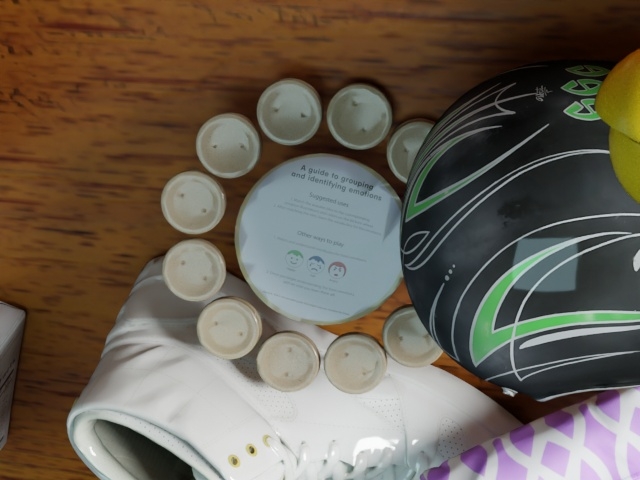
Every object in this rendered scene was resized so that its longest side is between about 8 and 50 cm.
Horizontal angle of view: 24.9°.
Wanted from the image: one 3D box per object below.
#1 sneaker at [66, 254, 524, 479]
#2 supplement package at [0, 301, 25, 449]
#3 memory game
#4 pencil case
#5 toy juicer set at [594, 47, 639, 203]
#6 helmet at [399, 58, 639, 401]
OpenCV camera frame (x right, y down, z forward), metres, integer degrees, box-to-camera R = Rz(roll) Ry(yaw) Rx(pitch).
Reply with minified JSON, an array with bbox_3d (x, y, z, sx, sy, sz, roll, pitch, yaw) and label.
[{"bbox_3d":[-0.008,0.138,0.871,0.292,0.169,0.108,25,130,0],"label":"sneaker"},{"bbox_3d":[-0.364,0.106,0.961,0.261,0.204,0.145,22,131,4],"label":"supplement package"},{"bbox_3d":[0.000,0.000,0.812,0.186,0.012,0.186,1,104,5],"label":"memory game"},{"bbox_3d":[0.157,0.132,0.807,0.206,0.088,0.086,-25,114,5],"label":"pencil case"},{"bbox_3d":[0.197,-0.064,0.603,0.089,0.209,0.329,-11,121,38],"label":"toy juicer set"},{"bbox_3d":[0.117,-0.005,0.716,0.161,0.169,0.169,-10,123,18],"label":"helmet"}]
